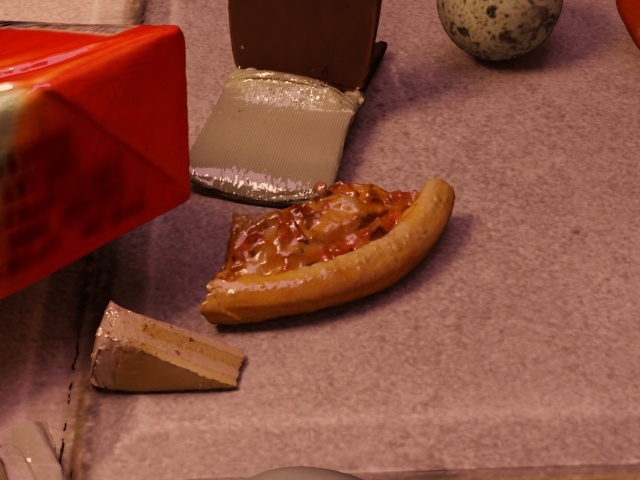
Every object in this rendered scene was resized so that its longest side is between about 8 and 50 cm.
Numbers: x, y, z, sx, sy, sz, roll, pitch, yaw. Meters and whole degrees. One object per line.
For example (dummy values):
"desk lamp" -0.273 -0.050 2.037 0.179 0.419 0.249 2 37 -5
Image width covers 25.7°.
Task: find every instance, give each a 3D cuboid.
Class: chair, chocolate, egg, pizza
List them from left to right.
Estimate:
"chocolate" -0.321 -0.059 1.145 0.341 0.161 0.360 -31 27 -35
"chair" -0.023 -0.195 1.387 0.160 0.186 0.319 13 36 9
"pizza" 0.006 0.002 1.218 0.271 0.056 0.134 -16 47 -22
"egg" 0.198 -0.265 1.520 0.132 0.132 0.172 16 29 22

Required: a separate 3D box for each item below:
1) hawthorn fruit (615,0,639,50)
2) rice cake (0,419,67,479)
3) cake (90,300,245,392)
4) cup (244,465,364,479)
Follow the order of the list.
"hawthorn fruit" 0.384 -0.255 1.508 0.133 0.138 0.132 -11 37 9
"rice cake" -0.182 0.213 0.937 0.055 0.049 0.270 6 30 -30
"cake" -0.119 0.088 1.103 0.121 0.065 0.052 4 38 -6
"cup" -0.076 0.260 0.744 0.312 0.205 0.205 -23 42 -31
